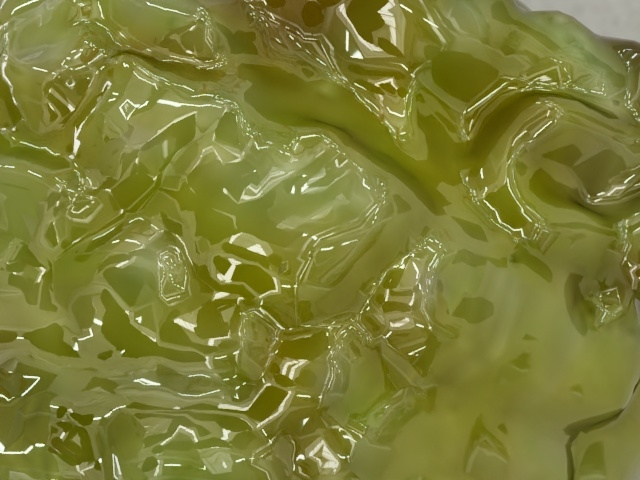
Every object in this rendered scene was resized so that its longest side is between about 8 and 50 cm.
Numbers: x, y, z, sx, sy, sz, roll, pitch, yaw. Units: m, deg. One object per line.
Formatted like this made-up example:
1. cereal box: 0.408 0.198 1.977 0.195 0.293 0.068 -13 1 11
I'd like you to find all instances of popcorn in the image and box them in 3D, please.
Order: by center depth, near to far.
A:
1. popcorn: 0.000 0.000 0.515 0.251 0.206 0.237 -19 44 14
